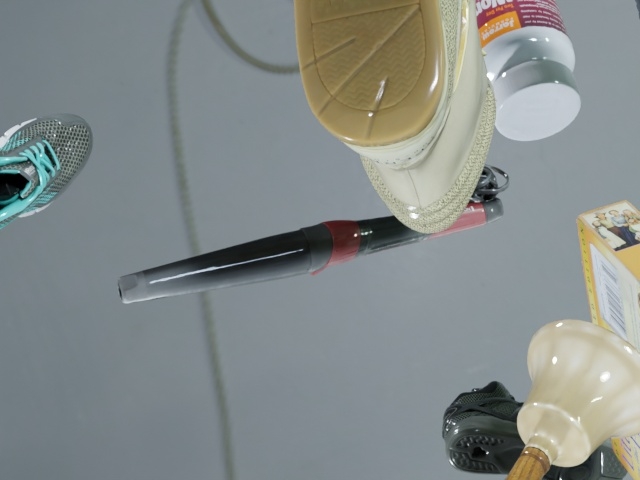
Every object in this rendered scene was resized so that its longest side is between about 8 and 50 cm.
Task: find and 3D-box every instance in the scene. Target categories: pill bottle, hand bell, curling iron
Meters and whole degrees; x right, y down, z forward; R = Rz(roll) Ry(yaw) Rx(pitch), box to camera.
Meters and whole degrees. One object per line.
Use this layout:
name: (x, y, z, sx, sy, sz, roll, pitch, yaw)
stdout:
pill bottle: (0.224, -0.231, 1.735, 0.121, 0.121, 0.221, -21, 54, 13)
hand bell: (0.168, 0.186, 1.215, 0.126, 0.126, 0.242, 29, 50, 19)
curling iron: (0.000, 0.000, 0.976, 0.274, 0.068, 0.035, -18, 117, -20)

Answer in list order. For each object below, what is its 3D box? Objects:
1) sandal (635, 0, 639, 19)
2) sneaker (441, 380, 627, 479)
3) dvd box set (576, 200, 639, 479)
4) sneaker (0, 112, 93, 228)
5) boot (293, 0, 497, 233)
sandal: (0.396, -0.175, 1.444, 0.107, 0.446, 0.167, 9, 60, 33)
sneaker: (0.250, 0.227, 1.773, 0.227, 0.130, 0.087, 9, 117, -9)
dvd box set: (0.358, 0.183, 1.354, 0.062, 0.420, 0.308, -18, 118, -7)
sneaker: (-0.212, -0.041, 1.049, 0.076, 0.166, 0.065, -11, 113, 47)
boot: (0.044, -0.149, 0.828, 0.095, 0.203, 0.262, -7, 74, 12)
